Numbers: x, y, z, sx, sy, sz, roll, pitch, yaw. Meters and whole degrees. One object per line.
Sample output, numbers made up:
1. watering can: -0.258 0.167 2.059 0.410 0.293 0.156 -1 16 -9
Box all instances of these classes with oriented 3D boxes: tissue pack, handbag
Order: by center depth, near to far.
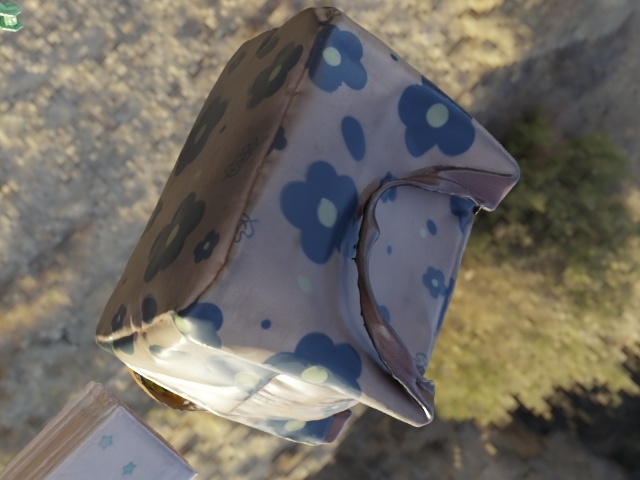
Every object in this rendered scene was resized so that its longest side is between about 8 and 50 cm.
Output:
1. handbag: 0.000 0.000 1.063 0.190 0.193 0.251 -18 -136 57
2. tissue pack: -0.283 0.296 1.595 0.325 0.071 0.170 -45 138 -5

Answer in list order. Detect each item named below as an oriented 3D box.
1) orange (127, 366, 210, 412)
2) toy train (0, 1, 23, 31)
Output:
1. orange: -0.116 0.088 1.647 0.177 0.178 0.155 -54 -164 15
2. toy train: -0.452 -0.271 2.014 0.149 0.081 0.099 -31 174 -14
